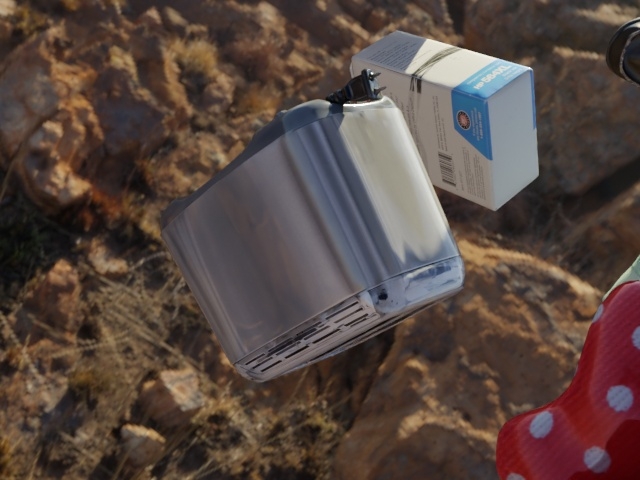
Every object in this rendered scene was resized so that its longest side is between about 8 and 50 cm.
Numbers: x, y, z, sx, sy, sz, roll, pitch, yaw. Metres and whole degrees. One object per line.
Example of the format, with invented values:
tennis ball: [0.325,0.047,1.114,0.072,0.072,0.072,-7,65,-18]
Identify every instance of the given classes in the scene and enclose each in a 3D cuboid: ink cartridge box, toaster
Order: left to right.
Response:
toaster: [0.000,0.000,0.668,0.129,0.227,0.146,-15,76,-49]
ink cartridge box: [0.142,-0.143,1.117,0.086,0.148,0.203,-36,44,-26]

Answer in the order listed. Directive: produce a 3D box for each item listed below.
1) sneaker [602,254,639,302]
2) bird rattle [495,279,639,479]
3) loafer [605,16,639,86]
sneaker: [0.360,0.113,0.907,0.094,0.151,0.255,14,40,-31]
bird rattle: [0.139,0.148,0.311,0.207,0.253,0.143,14,9,-4]
loafer: [0.398,-0.170,0.965,0.220,0.080,0.078,13,24,3]
